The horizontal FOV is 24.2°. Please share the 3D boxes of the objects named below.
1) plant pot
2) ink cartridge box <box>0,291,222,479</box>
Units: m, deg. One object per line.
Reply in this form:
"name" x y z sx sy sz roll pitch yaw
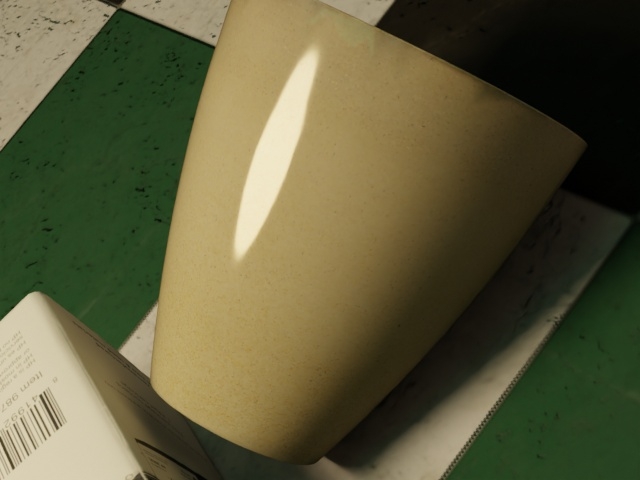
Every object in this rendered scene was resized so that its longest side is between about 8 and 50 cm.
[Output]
"plant pot" 0.000 0.000 1.000 0.256 0.256 0.274 32 96 49
"ink cartridge box" -0.176 0.265 0.959 0.285 0.166 0.395 -44 40 2
